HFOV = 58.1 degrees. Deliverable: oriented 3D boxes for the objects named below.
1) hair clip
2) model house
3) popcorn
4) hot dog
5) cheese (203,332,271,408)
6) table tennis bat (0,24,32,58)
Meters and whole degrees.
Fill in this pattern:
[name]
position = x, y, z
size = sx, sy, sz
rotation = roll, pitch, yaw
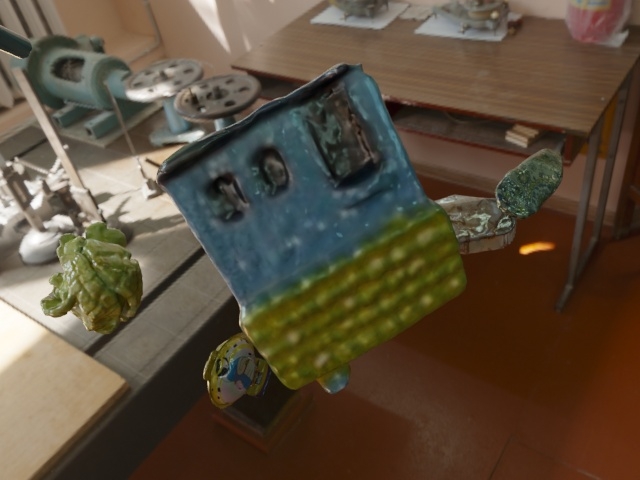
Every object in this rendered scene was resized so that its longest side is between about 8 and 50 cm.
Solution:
[hair clip]
position = 0.310, -0.094, 0.822
size = 0.066, 0.036, 0.229
rotation = 42, 44, 11
[model house]
position = 0.000, 0.000, 0.629
size = 0.237, 0.303, 0.215
rotation = -29, 11, -2
[popcorn]
position = -0.317, 0.060, 0.831
size = 0.135, 0.142, 0.162
rotation = 2, 39, 18
[hot dog]
position = 0.315, -0.036, 1.315
size = 0.267, 0.075, 0.145
rotation = -6, 65, 2
[cheese]
position = -0.163, 0.274, 1.195
size = 0.064, 0.250, 0.157
rotation = 12, 75, 25
[table tennis bat]
position = -0.585, -0.362, 0.883
size = 0.215, 0.329, 0.044
rotation = 42, 97, 17
